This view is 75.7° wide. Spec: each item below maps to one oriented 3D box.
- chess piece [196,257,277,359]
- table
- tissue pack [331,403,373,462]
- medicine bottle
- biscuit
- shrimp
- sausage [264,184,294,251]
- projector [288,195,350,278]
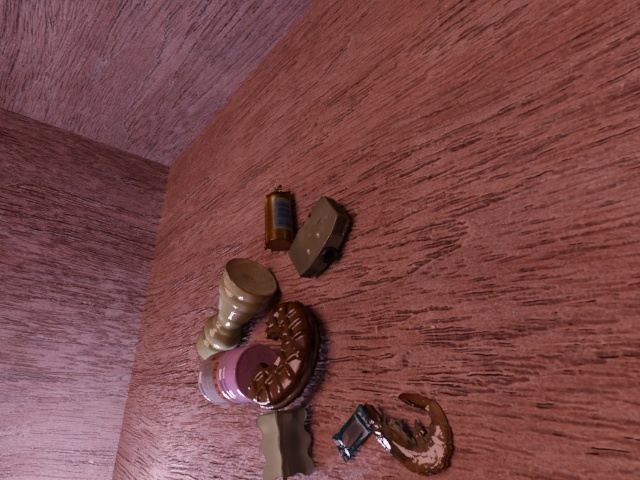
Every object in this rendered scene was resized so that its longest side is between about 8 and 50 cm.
[{"bbox_3d":[-0.370,0.308,1.732,0.442,0.234,0.234,-60,36,26],"label":"chess piece"},{"bbox_3d":[-0.110,0.631,1.279,0.166,0.166,0.198,-34,57,42],"label":"table"},{"bbox_3d":[0.092,0.535,1.144,0.138,0.028,0.085,-56,41,15],"label":"tissue pack"},{"bbox_3d":[-0.311,0.508,1.558,0.315,0.202,0.202,-28,54,46],"label":"medicine bottle"},{"bbox_3d":[-0.110,0.371,1.379,0.268,0.115,0.366,-21,49,44],"label":"biscuit"},{"bbox_3d":[0.211,0.446,0.998,0.253,0.058,0.173,33,95,51],"label":"shrimp"},{"bbox_3d":[-0.177,-0.103,1.713,0.125,0.117,0.317,-26,53,29],"label":"sausage"},{"bbox_3d":[0.000,0.000,1.446,0.270,0.088,0.193,-58,38,21],"label":"projector"}]
